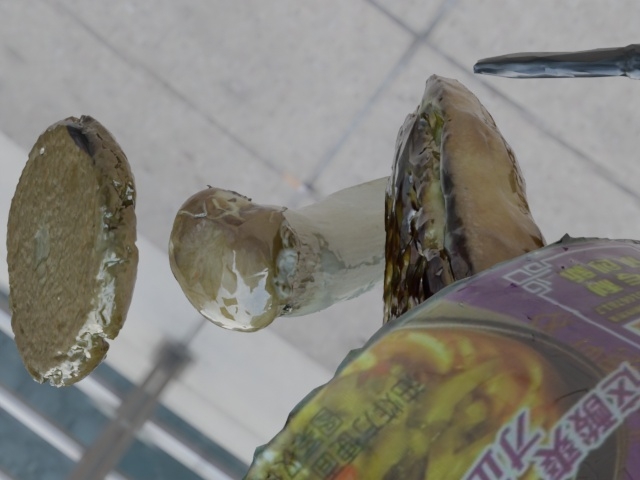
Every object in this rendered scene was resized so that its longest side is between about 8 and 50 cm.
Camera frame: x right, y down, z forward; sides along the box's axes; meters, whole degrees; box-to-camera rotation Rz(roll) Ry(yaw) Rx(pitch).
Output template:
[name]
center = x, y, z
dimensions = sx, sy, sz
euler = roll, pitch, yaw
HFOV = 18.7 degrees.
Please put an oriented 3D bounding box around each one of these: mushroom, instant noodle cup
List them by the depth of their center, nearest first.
[instant noodle cup]
center = 0.127, 0.162, 0.517
dimensions = 0.266, 0.340, 0.340
euler = 39, 162, 42
[mushroom]
center = 0.000, 0.000, 1.090
dimensions = 0.084, 0.209, 0.071
euler = 24, 112, 30

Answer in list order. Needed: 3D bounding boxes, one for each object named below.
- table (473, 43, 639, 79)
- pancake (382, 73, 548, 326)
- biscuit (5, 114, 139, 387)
[table]
center = 0.242, 0.016, 1.097
dimensions = 0.249, 0.317, 0.317
euler = -15, 131, 21
[pancake]
center = 0.066, 0.016, 0.919
dimensions = 0.056, 0.257, 0.212
euler = 2, 163, -7
[biscuit]
center = -0.196, 0.008, 1.527
dimensions = 0.042, 0.225, 0.226
euler = 5, 168, -29
